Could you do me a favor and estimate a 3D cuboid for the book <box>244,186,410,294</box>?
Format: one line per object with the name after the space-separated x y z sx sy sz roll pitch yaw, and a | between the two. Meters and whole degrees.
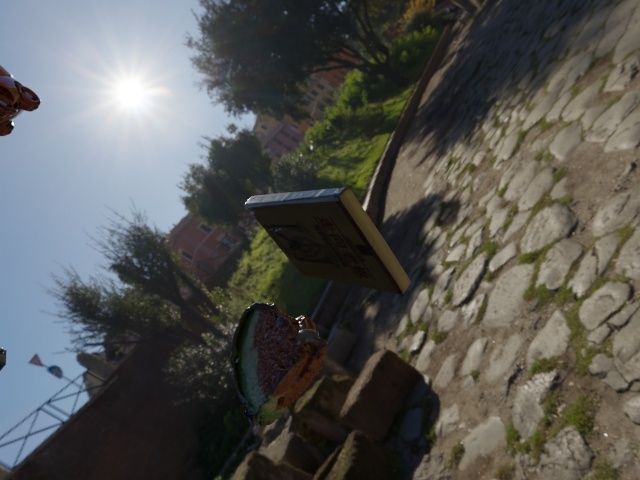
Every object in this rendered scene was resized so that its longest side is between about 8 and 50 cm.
0.000 0.000 0.572 0.026 0.161 0.231 -49 28 -24 | book

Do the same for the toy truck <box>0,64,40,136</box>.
-0.994 -0.430 1.196 0.189 0.239 0.265 -34 25 13 | toy truck

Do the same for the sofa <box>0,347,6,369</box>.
-1.071 0.414 1.306 0.147 0.060 0.085 -50 40 -3 | sofa

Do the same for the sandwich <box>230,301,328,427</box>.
-0.094 0.252 0.913 0.212 0.109 0.292 -37 38 -5 | sandwich
